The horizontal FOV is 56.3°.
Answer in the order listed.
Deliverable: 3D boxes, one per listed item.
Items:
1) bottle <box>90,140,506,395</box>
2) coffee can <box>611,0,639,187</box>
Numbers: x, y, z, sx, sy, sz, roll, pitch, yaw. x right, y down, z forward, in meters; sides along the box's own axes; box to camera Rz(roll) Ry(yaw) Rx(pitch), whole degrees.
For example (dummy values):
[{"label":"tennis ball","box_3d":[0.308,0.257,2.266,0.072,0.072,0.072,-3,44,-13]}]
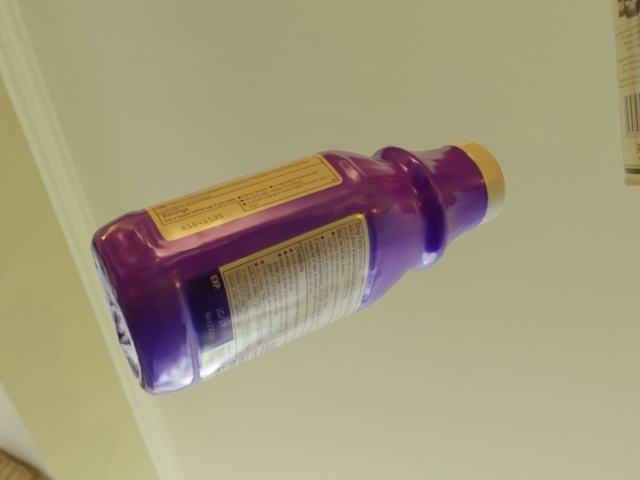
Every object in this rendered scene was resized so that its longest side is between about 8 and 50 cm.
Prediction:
[{"label":"bottle","box_3d":[0.000,0.000,0.405,0.092,0.282,0.118,51,-29,35]},{"label":"coffee can","box_3d":[0.377,-0.198,0.547,0.201,0.201,0.276,-3,-81,35]}]
